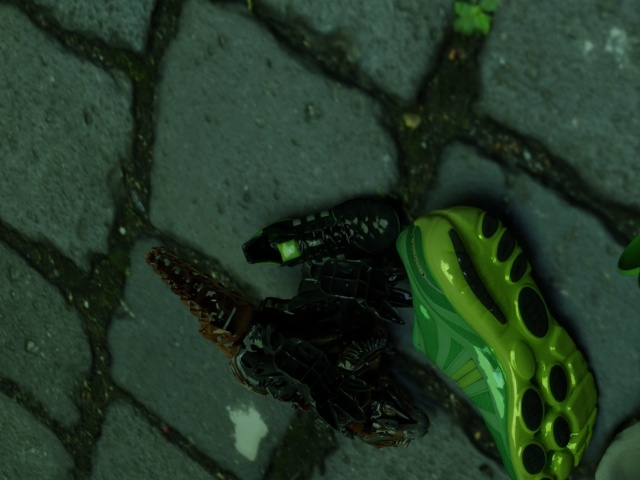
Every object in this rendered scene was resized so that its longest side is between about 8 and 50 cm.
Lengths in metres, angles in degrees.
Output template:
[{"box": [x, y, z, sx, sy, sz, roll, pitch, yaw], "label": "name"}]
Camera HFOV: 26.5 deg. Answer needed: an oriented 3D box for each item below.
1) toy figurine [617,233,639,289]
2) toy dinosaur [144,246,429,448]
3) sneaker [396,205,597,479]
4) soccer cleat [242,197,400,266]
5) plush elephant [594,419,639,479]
[{"box": [0.332, 0.056, 1.051, 0.159, 0.130, 0.173, 49, 161, -11], "label": "toy figurine"}, {"box": [-0.026, 0.113, 1.320, 0.322, 0.164, 0.218, 13, 162, -23], "label": "toy dinosaur"}, {"box": [0.160, 0.098, 1.242, 0.123, 0.109, 0.295, 6, 123, 61], "label": "sneaker"}, {"box": [0.000, 0.000, 1.314, 0.179, 0.072, 0.060, -11, 101, 44], "label": "soccer cleat"}, {"box": [0.345, 0.265, 1.090, 0.272, 0.255, 0.330, 47, 131, -9], "label": "plush elephant"}]
